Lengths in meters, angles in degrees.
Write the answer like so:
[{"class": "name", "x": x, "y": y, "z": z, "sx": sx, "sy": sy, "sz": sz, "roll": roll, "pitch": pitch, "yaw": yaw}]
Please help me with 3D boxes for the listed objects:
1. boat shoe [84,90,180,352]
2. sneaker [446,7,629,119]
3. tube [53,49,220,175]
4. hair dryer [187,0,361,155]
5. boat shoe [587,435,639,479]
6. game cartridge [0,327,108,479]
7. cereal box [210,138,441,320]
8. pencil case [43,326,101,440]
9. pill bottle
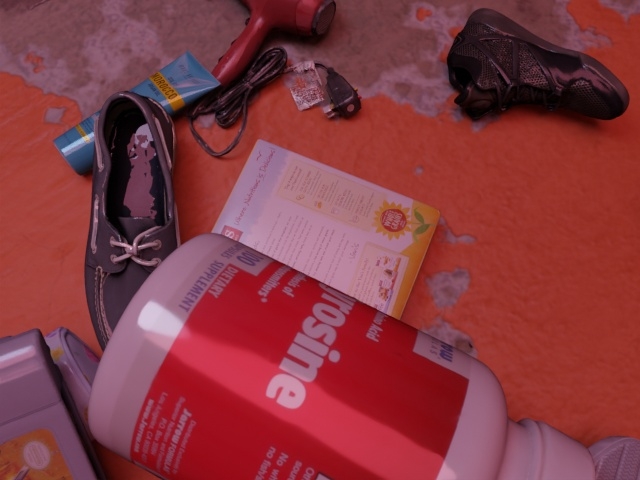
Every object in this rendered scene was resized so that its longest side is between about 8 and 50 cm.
[{"class": "boat shoe", "x": -0.212, "y": -0.009, "z": 0.669, "sx": 0.117, "sy": 0.099, "sz": 0.319, "roll": 1, "pitch": 85, "yaw": -4}, {"class": "sneaker", "x": 0.257, "y": -0.188, "z": 0.755, "sx": 0.228, "sy": 0.087, "sz": 0.130, "roll": 33, "pitch": 77, "yaw": 12}, {"class": "tube", "x": -0.229, "y": -0.160, "z": 0.755, "sx": 0.207, "sy": 0.052, "sz": 0.080, "roll": -37, "pitch": 69, "yaw": -10}, {"class": "hair dryer", "x": -0.086, "y": -0.269, "z": 0.779, "sx": 0.224, "sy": 0.080, "sz": 0.293, "roll": -15, "pitch": 73, "yaw": -4}, {"class": "boat shoe", "x": 0.227, "y": 0.321, "z": 0.590, "sx": 0.109, "sy": 0.094, "sz": 0.302, "roll": 39, "pitch": 74, "yaw": 0}, {"class": "game cartridge", "x": -0.299, "y": 0.247, "z": 0.547, "sx": 0.198, "sy": 0.062, "sz": 0.297, "roll": -22, "pitch": 107, "yaw": -19}, {"class": "cereal box", "x": 0.000, "y": 0.000, "z": 0.713, "sx": 0.240, "sy": 0.047, "sz": 0.172, "roll": 23, "pitch": 74, "yaw": 7}, {"class": "pencil case", "x": -0.339, "y": 0.209, "z": 0.612, "sx": 0.273, "sy": 0.113, "sz": 0.124, "roll": -35, "pitch": 81, "yaw": -11}, {"class": "pill bottle", "x": 0.019, "y": 0.174, "z": 0.565, "sx": 0.408, "sy": 0.229, "sz": 0.228, "roll": 26, "pitch": 74, "yaw": 7}]
